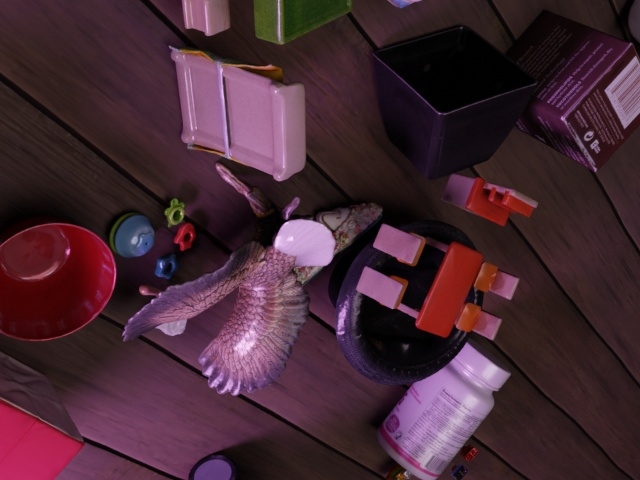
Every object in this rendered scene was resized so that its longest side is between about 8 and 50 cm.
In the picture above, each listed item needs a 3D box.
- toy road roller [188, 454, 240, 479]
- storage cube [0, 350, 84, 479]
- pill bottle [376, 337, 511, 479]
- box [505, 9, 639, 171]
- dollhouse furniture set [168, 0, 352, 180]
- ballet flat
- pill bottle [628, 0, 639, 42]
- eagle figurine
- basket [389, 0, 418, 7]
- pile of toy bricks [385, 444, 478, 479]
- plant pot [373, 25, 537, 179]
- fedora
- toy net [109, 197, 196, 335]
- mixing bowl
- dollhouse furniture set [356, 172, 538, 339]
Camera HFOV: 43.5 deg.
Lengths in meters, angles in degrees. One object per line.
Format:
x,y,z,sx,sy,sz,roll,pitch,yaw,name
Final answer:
-0.162,0.574,1.439,0.240,0.330,0.202,-40,137,-37,toy road roller
-0.480,0.271,1.111,0.193,0.215,0.183,-49,132,-6,storage cube
0.260,0.346,1.686,0.160,0.160,0.283,31,98,-42,pill bottle
0.434,-0.259,1.389,0.167,0.203,0.168,-49,132,2,box
-0.080,-0.256,1.079,0.151,0.198,0.301,-41,145,-40,dollhouse furniture set
0.000,0.000,1.350,0.241,0.091,0.077,-41,108,-11,ballet flat
0.712,-0.380,1.527,0.278,0.162,0.162,19,106,-41,pill bottle
-0.124,0.073,1.220,0.225,0.226,0.298,90,25,-68,eagle figurine
0.144,-0.440,1.026,0.255,0.289,0.201,21,70,-41,basket
0.251,0.503,1.827,0.212,0.105,0.118,-42,95,-9,pile of toy bricks
0.204,-0.210,1.292,0.187,0.188,0.167,-21,139,-22,plant pot
0.133,0.095,1.433,0.334,0.152,0.334,-13,114,-32,fedora
-0.242,0.045,1.243,0.122,0.045,0.232,-41,139,-33,toy net
-0.382,0.037,1.100,0.181,0.098,0.181,-16,125,-24,mixing bowl
0.229,0.031,1.294,0.262,0.135,0.259,20,94,-39,dollhouse furniture set
